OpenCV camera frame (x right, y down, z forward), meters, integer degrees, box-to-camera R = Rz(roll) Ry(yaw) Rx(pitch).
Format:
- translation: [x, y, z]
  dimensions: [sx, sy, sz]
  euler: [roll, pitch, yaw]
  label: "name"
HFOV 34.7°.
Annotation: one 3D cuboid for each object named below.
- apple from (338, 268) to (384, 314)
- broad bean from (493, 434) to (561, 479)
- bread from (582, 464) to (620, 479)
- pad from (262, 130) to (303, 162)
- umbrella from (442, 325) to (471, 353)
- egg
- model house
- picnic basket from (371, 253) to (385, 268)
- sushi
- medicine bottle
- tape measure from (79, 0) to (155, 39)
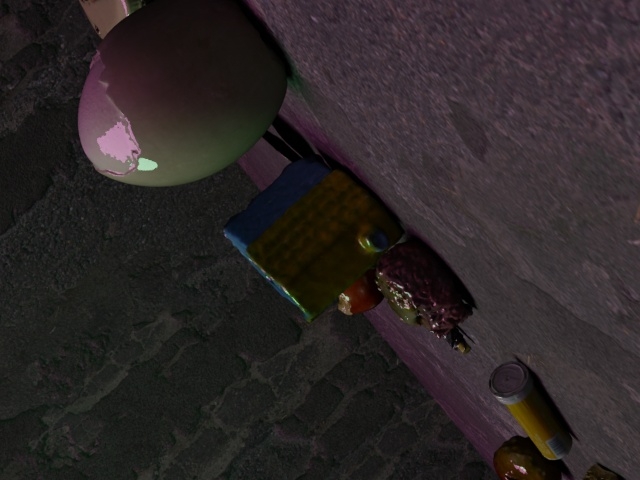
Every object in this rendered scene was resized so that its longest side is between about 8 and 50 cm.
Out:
- translation: [0.075, 0.078, 2.340]
  dimensions: [0.158, 0.147, 0.156]
  euler: [61, -155, -18]
  label: "apple"
- translation: [0.460, 0.508, 2.273]
  dimensions: [0.156, 0.122, 0.228]
  euler: [51, 179, 13]
  label: "broad bean"
- translation: [0.499, 0.455, 1.782]
  dimensions: [0.192, 0.067, 0.119]
  euler: [53, 174, -34]
  label: "bread"
- translation: [-0.078, -0.191, 2.104]
  dimensions: [0.181, 0.004, 0.267]
  euler: [30, -170, -42]
  label: "pad"
- translation: [0.252, 0.176, 2.064]
  dimensions: [0.144, 0.037, 0.040]
  euler: [50, 163, 38]
  label: "umbrella"
- translation: [-0.230, -0.226, 1.604]
  dimensions: [0.278, 0.336, 0.278]
  euler: [55, 179, 1]
  label: "egg"
- translation: [0.000, 0.000, 1.842]
  dimensions: [0.215, 0.237, 0.303]
  euler: [49, 174, -22]
  label: "model house"
- translation: [0.089, 0.017, 2.128]
  dimensions: [0.083, 0.072, 0.072]
  euler: [33, 165, 43]
  label: "picnic basket"
- translation: [0.151, 0.065, 1.748]
  dimensions: [0.241, 0.107, 0.161]
  euler: [44, 169, 52]
  label: "sushi"
- translation: [0.367, 0.299, 1.770]
  dimensions: [0.218, 0.074, 0.074]
  euler: [51, 175, -36]
  label: "medicine bottle"
- translation: [-0.369, -0.488, 1.747]
  dimensions: [0.231, 0.133, 0.271]
  euler: [-3, 112, 62]
  label: "tape measure"
